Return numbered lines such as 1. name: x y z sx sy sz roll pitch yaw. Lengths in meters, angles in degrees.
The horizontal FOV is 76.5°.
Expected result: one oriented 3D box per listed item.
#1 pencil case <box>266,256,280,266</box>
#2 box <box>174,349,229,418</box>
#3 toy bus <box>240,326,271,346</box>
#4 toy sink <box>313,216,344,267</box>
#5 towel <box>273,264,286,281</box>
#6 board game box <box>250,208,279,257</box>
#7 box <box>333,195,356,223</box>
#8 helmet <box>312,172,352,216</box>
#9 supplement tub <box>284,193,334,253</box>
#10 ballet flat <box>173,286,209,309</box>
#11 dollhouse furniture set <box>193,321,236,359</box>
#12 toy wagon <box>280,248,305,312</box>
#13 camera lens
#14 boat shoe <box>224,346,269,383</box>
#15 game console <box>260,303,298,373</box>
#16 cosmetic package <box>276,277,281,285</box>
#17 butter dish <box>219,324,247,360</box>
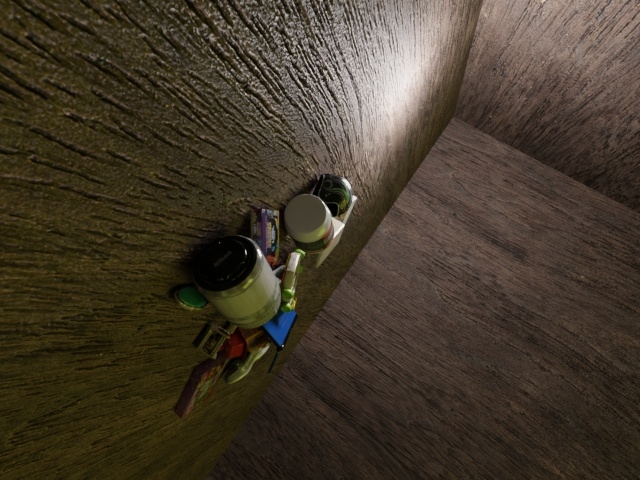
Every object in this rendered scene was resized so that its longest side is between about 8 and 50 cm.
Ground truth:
1. pencil case: -0.232 0.058 1.552 0.095 0.098 0.209 -58 165 5
2. box: -0.559 0.679 1.927 0.293 0.057 0.201 -61 164 20
3. toy bus: -0.335 0.474 2.043 0.130 0.108 0.332 -29 158 -17
4. toy sink: 0.000 0.000 2.096 0.234 0.131 0.152 -50 165 -39
5. towel: -0.264 0.260 2.010 0.209 0.034 0.284 -31 151 -57
6. board game box: -0.194 -0.024 1.435 0.141 0.048 0.170 -6 96 -73
7. box: 0.114 -0.123 2.320 0.067 0.063 0.323 -37 156 -47
8. helmet: 0.059 -0.193 1.732 0.169 0.162 0.169 -160 -90 -77
9. supplement tub: -0.044 -0.065 1.698 0.191 0.191 0.272 -53 165 -10
10. ballet flat: -0.407 0.193 1.337 0.077 0.091 0.241 -34 167 18
11. dollhouse furniture set: -0.426 0.368 1.690 0.181 0.101 0.161 -56 -170 -1
12. toy wagon: -0.144 0.218 1.979 0.344 0.068 0.267 100 3 -47
13. camera lens: -0.258 0.134 1.293 0.219 0.220 0.274 -50 147 -22
14. boat shoe: -0.420 0.654 2.254 0.320 0.103 0.118 -43 -160 -30
15. game console: -0.232 0.449 2.000 0.173 0.250 0.293 -33 -168 21
16. cosmetic package: -0.286 0.244 1.782 0.239 0.099 0.060 -47 165 -29
17. butter dish: -0.408 0.458 1.815 0.118 0.159 0.160 -16 145 -32
